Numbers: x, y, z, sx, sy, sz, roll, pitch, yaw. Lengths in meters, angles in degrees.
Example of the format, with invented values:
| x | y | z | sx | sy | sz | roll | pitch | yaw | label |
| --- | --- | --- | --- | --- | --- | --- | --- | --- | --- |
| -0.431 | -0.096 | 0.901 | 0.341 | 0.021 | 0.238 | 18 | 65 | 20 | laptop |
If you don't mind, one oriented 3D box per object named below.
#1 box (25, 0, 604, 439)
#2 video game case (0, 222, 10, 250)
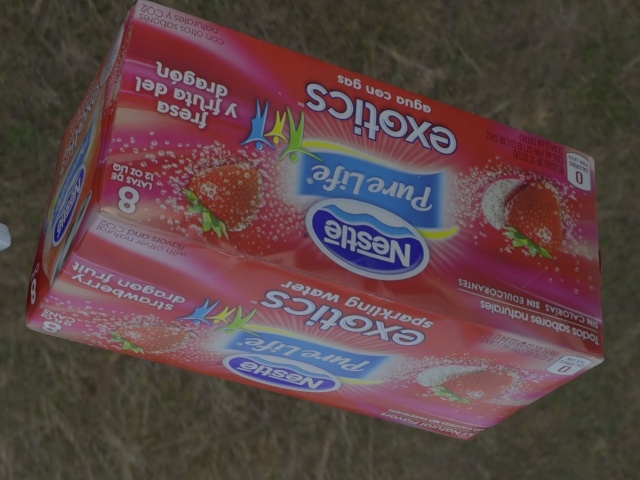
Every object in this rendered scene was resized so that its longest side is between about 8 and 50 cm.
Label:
| x | y | z | sx | sy | sz | roll | pitch | yaw | label |
| --- | --- | --- | --- | --- | --- | --- | --- | --- | --- |
| 0.000 | 0.000 | 0.669 | 0.256 | 0.123 | 0.128 | 17 | 148 | -20 | box |
| -0.384 | 0.005 | 1.054 | 0.193 | 0.023 | 0.212 | -23 | 158 | 19 | video game case |
